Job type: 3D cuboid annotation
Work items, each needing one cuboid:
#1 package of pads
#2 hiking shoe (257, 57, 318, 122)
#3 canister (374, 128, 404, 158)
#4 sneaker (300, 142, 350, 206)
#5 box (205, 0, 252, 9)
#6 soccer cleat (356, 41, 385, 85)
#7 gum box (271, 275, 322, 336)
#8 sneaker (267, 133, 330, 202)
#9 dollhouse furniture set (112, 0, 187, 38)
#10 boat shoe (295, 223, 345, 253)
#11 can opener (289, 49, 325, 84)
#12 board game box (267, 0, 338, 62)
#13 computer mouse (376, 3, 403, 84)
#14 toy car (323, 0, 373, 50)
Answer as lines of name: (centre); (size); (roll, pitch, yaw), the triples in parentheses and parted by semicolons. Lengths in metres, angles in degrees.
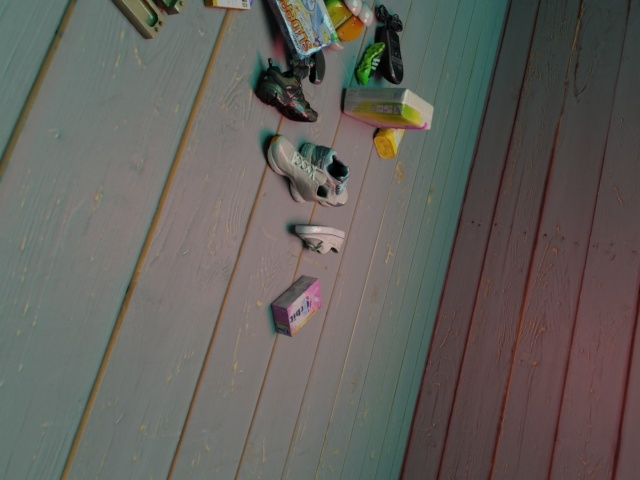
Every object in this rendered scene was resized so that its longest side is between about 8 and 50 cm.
package of pads: (0.239, -0.460, 1.505); (0.297, 0.229, 0.101); (-6, 106, -59)
hiking shoe: (-0.069, -0.394, 1.153); (0.227, 0.086, 0.114); (15, 89, -58)
canister: (0.287, -0.436, 1.743); (0.169, 0.074, 0.126); (-65, 146, -26)
sneaker: (0.040, -0.190, 1.357); (0.283, 0.122, 0.110); (50, 57, -52)
box: (-0.202, -0.555, 0.945); (0.136, 0.028, 0.081); (-35, 128, -53)
soccer cleat: (0.180, -0.632, 1.531); (0.178, 0.060, 0.072); (-59, 154, -20)
gum box: (-0.068, 0.200, 1.351); (0.188, 0.062, 0.107); (-40, 131, -47)
sneaker: (-0.047, -0.201, 1.211); (0.262, 0.121, 0.099); (52, 54, -51)
dollhouse furniture set: (-0.279, -0.467, 0.748); (0.144, 0.123, 0.151); (50, 57, -52)
boat shoe: (0.000, 0.000, 1.384); (0.267, 0.096, 0.088); (12, 83, -67)
can opener: (-0.034, -0.570, 1.169); (0.093, 0.074, 0.280); (-5, 101, -41)
board game box: (-0.051, -0.577, 1.087); (0.136, 0.035, 0.201); (-38, 115, -22)
computer mouse: (0.255, -0.718, 1.621); (0.189, 0.072, 0.272); (-7, 92, -56)
toy car: (0.050, -0.657, 1.243); (0.182, 0.159, 0.136); (-2, 66, -58)
